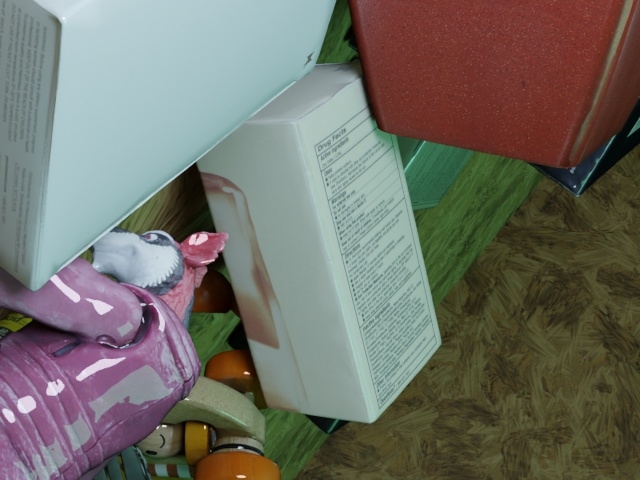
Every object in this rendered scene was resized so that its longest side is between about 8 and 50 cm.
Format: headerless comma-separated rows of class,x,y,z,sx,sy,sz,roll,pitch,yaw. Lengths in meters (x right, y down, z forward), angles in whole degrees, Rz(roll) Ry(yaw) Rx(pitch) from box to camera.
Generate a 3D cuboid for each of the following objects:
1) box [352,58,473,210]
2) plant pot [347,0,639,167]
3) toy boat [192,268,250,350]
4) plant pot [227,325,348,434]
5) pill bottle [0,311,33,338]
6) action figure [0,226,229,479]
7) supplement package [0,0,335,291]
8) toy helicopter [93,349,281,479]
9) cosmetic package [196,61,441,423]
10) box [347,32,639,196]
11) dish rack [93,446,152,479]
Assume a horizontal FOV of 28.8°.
box,0.096,-0.122,1.514,0.148,0.121,0.311,-56,167,12
plant pot,0.173,-0.207,1.082,0.267,0.267,0.236,-32,132,-58
toy boat,-0.079,0.064,1.357,0.151,0.151,0.231,107,-20,-55
plant pot,0.019,0.131,1.717,0.167,0.188,0.187,-51,168,14
pill bottle,-0.230,0.083,1.024,0.116,0.065,0.065,-38,160,-52
action figure,-0.179,0.106,0.720,0.370,0.276,0.248,-38,140,-25
supplement package,-0.110,-0.142,0.686,0.262,0.145,0.204,-44,164,-38
toy helicopter,-0.197,0.220,1.273,0.355,0.235,0.140,-47,-147,50
cosmetic package,0.000,0.000,1.144,0.153,0.129,0.296,-39,124,-47
box,0.238,-0.227,1.355,0.296,0.294,0.183,-31,152,-60
dish rack,-0.268,0.284,1.100,0.271,0.074,0.208,-20,134,-19
